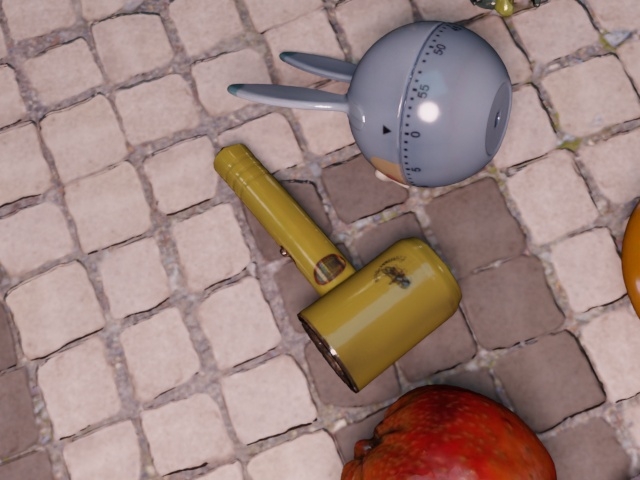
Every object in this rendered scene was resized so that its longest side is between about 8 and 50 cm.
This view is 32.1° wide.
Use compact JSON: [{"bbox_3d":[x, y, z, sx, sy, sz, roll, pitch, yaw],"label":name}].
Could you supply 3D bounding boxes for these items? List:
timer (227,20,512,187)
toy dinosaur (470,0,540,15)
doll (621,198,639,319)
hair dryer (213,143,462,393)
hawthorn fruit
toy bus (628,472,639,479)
[{"bbox_3d":[0.062,-0.122,1.080,0.255,0.175,0.175,-9,68,31],"label":"timer"},{"bbox_3d":[0.195,-0.348,1.166,0.153,0.094,0.259,-18,62,-5],"label":"toy dinosaur"},{"bbox_3d":[0.369,0.003,0.946,0.213,0.236,0.213,-2,65,5],"label":"doll"},{"bbox_3d":[0.000,0.000,1.066,0.135,0.090,0.279,-38,66,-8],"label":"hair dryer"},{"bbox_3d":[0.120,0.221,0.936,0.200,0.179,0.179,30,75,-7],"label":"hawthorn fruit"},{"bbox_3d":[0.346,0.205,0.970,0.192,0.065,0.077,-30,64,-6],"label":"toy bus"}]
